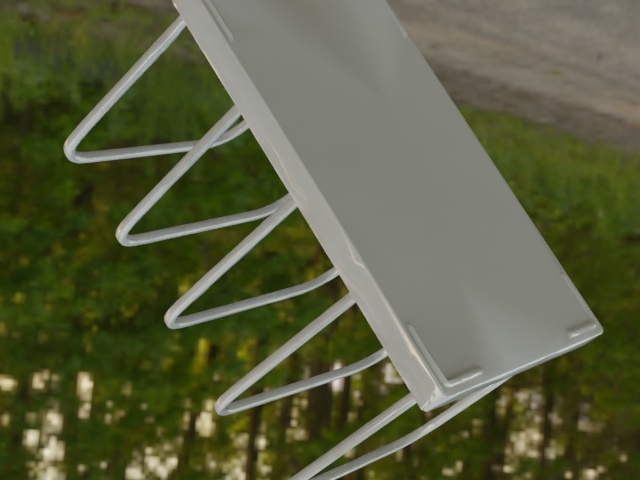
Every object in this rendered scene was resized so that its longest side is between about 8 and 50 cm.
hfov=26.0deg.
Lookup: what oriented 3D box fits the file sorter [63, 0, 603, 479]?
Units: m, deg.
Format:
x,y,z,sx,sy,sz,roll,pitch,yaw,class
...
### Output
x,y,z,sx,sy,sz,roll,pitch,yaw,class
0.000,0.000,0.869,0.173,0.277,0.193,-42,163,34,file sorter
